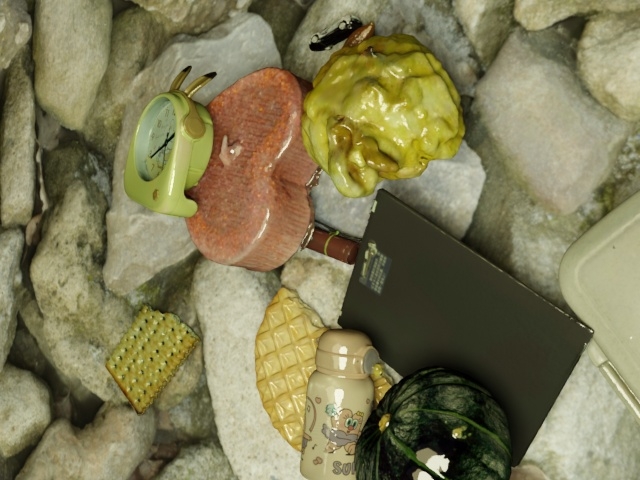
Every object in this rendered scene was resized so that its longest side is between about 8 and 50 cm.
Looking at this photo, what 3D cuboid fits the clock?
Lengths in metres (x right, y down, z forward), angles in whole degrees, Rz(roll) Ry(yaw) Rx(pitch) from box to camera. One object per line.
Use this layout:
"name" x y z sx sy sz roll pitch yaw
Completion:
"clock" -0.226 -0.159 1.219 0.170 0.069 0.232 26 101 51

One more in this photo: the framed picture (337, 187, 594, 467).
"framed picture" 0.172 0.116 1.058 0.339 0.014 0.255 36 131 28

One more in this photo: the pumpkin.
"pumpkin" 0.138 0.269 0.990 0.162 0.220 0.220 38 112 -13

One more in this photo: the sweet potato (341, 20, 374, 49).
"sweet potato" 0.053 -0.299 1.202 0.095 0.034 0.034 -42 67 32

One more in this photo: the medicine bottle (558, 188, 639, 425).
"medicine bottle" 0.458 0.105 0.871 0.282 0.123 0.375 -42 67 24

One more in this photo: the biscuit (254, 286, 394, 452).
"biscuit" -0.002 0.232 1.203 0.309 0.040 0.204 40 110 27

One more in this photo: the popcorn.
"popcorn" 0.072 -0.174 1.063 0.233 0.192 0.266 -8 45 23

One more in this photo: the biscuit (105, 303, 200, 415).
"biscuit" -0.310 0.203 1.417 0.144 0.016 0.203 46 112 25

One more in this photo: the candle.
"candle" -0.129 -0.125 1.239 0.287 0.131 0.317 21 92 41

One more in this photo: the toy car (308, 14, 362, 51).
"toy car" 0.021 -0.321 1.219 0.093 0.041 0.025 -19 74 29

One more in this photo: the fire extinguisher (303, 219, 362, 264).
"fire extinguisher" 0.000 0.000 1.217 0.132 0.039 0.056 21 92 32

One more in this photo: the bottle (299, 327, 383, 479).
"bottle" 0.032 0.230 1.099 0.110 0.097 0.209 8 94 40
